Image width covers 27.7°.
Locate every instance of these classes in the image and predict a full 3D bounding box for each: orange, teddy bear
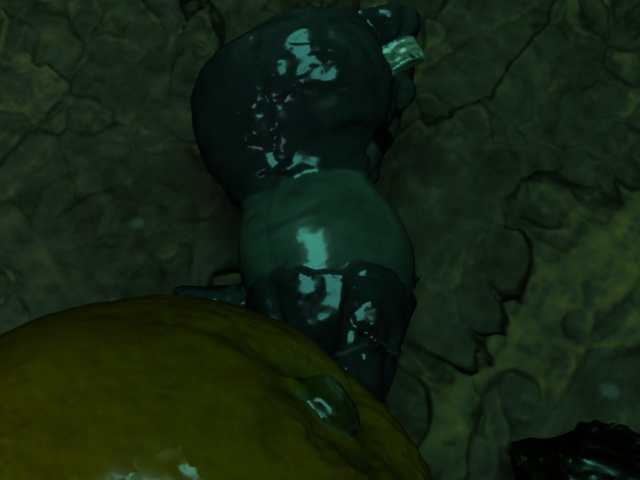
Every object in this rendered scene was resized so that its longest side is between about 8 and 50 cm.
[{"bbox_3d":[-0.082,0.174,0.624,0.312,0.312,0.312,1,66,-1],"label":"orange"},{"bbox_3d":[-0.012,-0.011,0.814,0.171,0.144,0.251,-9,79,32],"label":"teddy bear"}]

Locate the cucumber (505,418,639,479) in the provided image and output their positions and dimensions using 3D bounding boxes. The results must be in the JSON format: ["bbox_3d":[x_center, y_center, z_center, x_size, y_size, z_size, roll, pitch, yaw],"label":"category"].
[{"bbox_3d":[0.267,0.205,0.735,0.359,0.096,0.096,34,69,14],"label":"cucumber"}]
